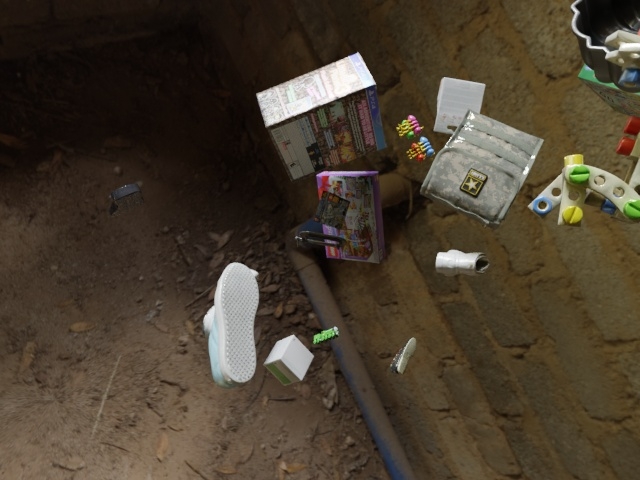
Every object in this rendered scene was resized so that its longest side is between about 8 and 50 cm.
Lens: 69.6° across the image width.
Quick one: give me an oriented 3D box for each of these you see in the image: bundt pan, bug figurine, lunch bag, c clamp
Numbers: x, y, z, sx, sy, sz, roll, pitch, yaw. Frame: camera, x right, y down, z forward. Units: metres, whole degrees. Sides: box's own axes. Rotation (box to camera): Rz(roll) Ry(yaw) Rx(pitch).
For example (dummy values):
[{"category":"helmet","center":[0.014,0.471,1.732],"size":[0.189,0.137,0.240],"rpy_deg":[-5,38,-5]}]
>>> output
[{"category":"bundt pan","center":[0.633,-0.389,0.822],"size":[0.124,0.330,0.331],"rpy_deg":[49,49,-48]},{"category":"bug figurine","center":[0.421,-0.440,2.023],"size":[0.072,0.279,0.217],"rpy_deg":[-29,94,2]},{"category":"lunch bag","center":[0.441,-0.190,1.281],"size":[0.235,0.169,0.287],"rpy_deg":[28,66,14]},{"category":"c clamp","center":[0.000,0.000,1.347],"size":[0.160,0.137,0.022],"rpy_deg":[8,70,11]}]

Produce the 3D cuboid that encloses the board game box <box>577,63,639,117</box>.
[{"category":"board game box","center":[0.800,-0.349,1.141],"size":[0.317,0.046,0.213],"rpy_deg":[6,27,-43]}]

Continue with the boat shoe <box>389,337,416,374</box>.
[{"category":"boat shoe","center":[0.250,0.344,1.387],"size":[0.133,0.042,0.049],"rpy_deg":[-51,119,-36]}]

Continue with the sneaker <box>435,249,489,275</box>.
[{"category":"sneaker","center":[0.553,0.093,1.736],"size":[0.292,0.169,0.108],"rpy_deg":[-2,95,-62]}]

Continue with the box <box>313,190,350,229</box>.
[{"category":"box","center":[0.036,-0.089,1.376],"size":[0.137,0.027,0.094],"rpy_deg":[16,93,-59]}]

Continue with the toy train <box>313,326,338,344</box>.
[{"category":"toy train","center":[0.012,0.211,1.017],"size":[0.017,0.083,0.024],"rpy_deg":[24,53,-28]}]

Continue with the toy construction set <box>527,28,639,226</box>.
[{"category":"toy construction set","center":[0.502,-0.163,0.752],"size":[0.214,0.328,0.151],"rpy_deg":[20,22,21]}]

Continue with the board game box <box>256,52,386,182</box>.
[{"category":"board game box","center":[0.009,-0.322,1.246],"size":[0.290,0.232,0.141],"rpy_deg":[-20,57,3]}]

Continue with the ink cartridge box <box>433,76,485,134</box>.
[{"category":"ink cartridge box","center":[0.465,-0.446,1.556],"size":[0.145,0.045,0.180],"rpy_deg":[10,101,-1]}]

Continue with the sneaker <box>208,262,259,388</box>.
[{"category":"sneaker","center":[-0.270,0.244,1.331],"size":[0.135,0.150,0.366],"rpy_deg":[23,49,-33]}]

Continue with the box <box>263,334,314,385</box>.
[{"category":"box","center":[-0.094,0.362,1.388],"size":[0.101,0.087,0.102],"rpy_deg":[49,39,-13]}]

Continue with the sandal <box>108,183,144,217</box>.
[{"category":"sandal","center":[-0.534,-0.120,1.260],"size":[0.097,0.254,0.055],"rpy_deg":[-28,93,-29]}]

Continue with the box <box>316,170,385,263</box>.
[{"category":"box","center":[0.101,-0.078,1.503],"size":[0.057,0.200,0.294],"rpy_deg":[-35,124,-52]}]

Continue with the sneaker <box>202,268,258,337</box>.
[{"category":"sneaker","center":[-0.267,0.217,1.513],"size":[0.129,0.111,0.297],"rpy_deg":[18,48,10]}]
